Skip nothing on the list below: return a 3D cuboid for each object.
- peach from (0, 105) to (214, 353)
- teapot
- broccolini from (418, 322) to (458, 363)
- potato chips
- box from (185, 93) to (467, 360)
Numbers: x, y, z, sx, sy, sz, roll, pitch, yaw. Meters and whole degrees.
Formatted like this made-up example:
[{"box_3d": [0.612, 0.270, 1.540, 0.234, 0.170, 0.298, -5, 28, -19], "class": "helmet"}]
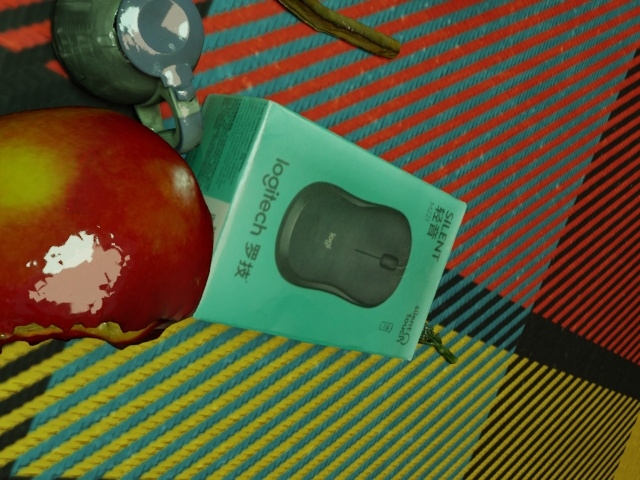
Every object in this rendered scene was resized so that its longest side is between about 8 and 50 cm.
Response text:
[{"box_3d": [-0.193, 0.016, 0.405, 0.226, 0.190, 0.196, -47, 137, -26], "class": "peach"}, {"box_3d": [-0.144, -0.143, 0.447, 0.111, 0.108, 0.148, 4, 100, -38], "class": "teapot"}, {"box_3d": [0.171, 0.159, 0.856, 0.035, 0.030, 0.140, -49, 133, -6], "class": "broccolini"}, {"box_3d": [0.019, -0.236, 0.607, 0.204, 0.026, 0.037, 15, 80, -40], "class": "potato chips"}, {"box_3d": [0.000, 0.000, 0.604, 0.312, 0.118, 0.204, 20, 92, -41], "class": "box"}]
